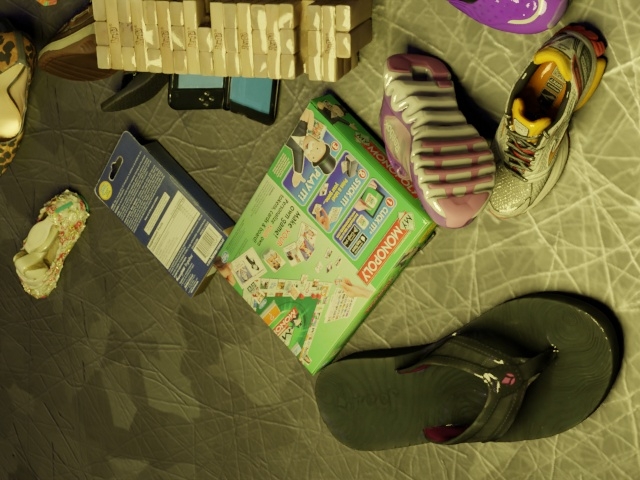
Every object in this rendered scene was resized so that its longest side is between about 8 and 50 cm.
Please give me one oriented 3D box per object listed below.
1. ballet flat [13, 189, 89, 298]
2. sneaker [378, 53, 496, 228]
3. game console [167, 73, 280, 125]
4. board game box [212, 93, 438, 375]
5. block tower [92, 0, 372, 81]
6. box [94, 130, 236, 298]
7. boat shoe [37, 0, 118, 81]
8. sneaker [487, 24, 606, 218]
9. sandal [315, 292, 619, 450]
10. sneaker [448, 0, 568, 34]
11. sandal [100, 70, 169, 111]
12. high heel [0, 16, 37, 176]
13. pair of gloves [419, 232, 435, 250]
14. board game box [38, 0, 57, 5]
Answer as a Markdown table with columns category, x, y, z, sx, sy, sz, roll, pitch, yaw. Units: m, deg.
| category | x | y | z | sx | sy | sz | roll | pitch | yaw |
| --- | --- | --- | --- | --- | --- | --- | --- | --- | --- |
| ballet flat | -0.441 | 0.012 | 1.765 | 0.091 | 0.077 | 0.241 | 45 | 129 | 14 |
| sneaker | 0.120 | -0.097 | 1.249 | 0.104 | 0.095 | 0.236 | 113 | 150 | -46 |
| game console | -0.122 | -0.223 | 1.426 | 0.085 | 0.124 | 0.144 | -132 | 43 | -54 |
| board game box | 0.000 | 0.000 | 1.434 | 0.213 | 0.046 | 0.317 | 47 | 131 | 14 |
| block tower | -0.113 | -0.249 | 1.337 | 0.336 | 0.097 | 0.090 | 6 | 112 | 18 |
| box | -0.222 | -0.042 | 1.602 | 0.225 | 0.036 | 0.136 | 45 | 128 | 13 |
| boat shoe | -0.300 | -0.290 | 1.549 | 0.258 | 0.095 | 0.095 | -7 | 68 | 45 |
| sneaker | 0.221 | -0.121 | 1.195 | 0.088 | 0.093 | 0.225 | 31 | 125 | 23 |
| sandal | 0.157 | 0.189 | 1.354 | 0.446 | 0.107 | 0.167 | -23 | 92 | 40 |
| sneaker | 0.115 | -0.297 | 1.173 | 0.293 | 0.146 | 0.102 | 37 | 126 | 21 |
| sandal | -0.236 | -0.229 | 1.527 | 0.179 | 0.067 | 0.040 | -32 | 80 | 33 |
| high heel | -0.471 | -0.190 | 1.657 | 0.186 | 0.093 | 0.261 | -138 | 52 | -57 |
| pair of gloves | 0.102 | -0.023 | 1.379 | 0.083 | 0.010 | 0.074 | 52 | 129 | 9 |
| board game box | -0.403 | -0.490 | 1.574 | 0.145 | 0.027 | 0.281 | 37 | 126 | 23 |
